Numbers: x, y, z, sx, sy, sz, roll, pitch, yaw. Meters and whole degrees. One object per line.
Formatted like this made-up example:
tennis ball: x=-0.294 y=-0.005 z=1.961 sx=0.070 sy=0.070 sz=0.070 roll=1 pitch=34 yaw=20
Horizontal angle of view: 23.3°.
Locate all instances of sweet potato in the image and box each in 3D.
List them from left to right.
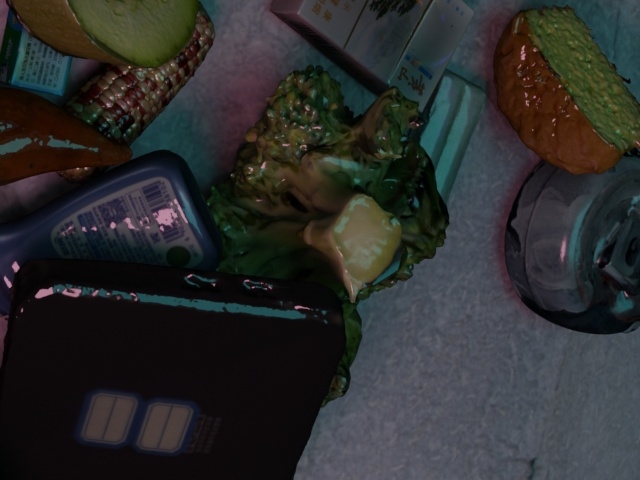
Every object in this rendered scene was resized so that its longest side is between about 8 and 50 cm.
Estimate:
sweet potato: x=-0.368 y=-0.105 z=1.563 sx=0.359 sy=0.112 sz=0.112 roll=3 pitch=100 yaw=-14

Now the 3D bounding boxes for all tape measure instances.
tape measure: x=0.382 y=-0.009 z=2.098 sx=0.256 sy=0.147 sz=0.275 roll=34 pitch=80 yaw=-35

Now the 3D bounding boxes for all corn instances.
corn: x=-0.202 y=-0.166 z=1.683 sx=0.253 sy=0.086 sz=0.086 roll=-48 pitch=124 yaw=-17

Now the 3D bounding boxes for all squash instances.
squash: x=-0.206 y=-0.286 z=1.566 sx=0.220 sy=0.133 sz=0.220 roll=-5 pitch=99 yaw=-36

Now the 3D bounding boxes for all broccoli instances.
broccoli: x=-0.004 y=-0.014 z=1.756 sx=0.277 sy=0.317 sz=0.338 roll=36 pitch=52 yaw=-10

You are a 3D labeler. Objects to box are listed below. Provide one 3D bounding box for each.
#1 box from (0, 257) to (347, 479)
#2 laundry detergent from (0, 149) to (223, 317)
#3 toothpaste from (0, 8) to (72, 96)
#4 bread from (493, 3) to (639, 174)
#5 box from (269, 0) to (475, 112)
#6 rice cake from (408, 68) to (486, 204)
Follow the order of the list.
box: x=-0.171 y=0.165 z=1.641 sx=0.350 sy=0.091 sz=0.359 roll=7 pitch=133 yaw=-14
laundry detergent: x=-0.256 y=0.016 z=1.631 sx=0.289 sy=0.094 sz=0.143 roll=-21 pitch=111 yaw=5
toothpaste: x=-0.278 y=-0.288 z=1.619 sx=0.065 sy=0.050 sz=0.267 roll=9 pitch=96 yaw=-37
bread: x=0.314 y=-0.181 z=1.994 sx=0.143 sy=0.139 sz=0.229 roll=-21 pitch=73 yaw=-36
box: x=0.065 y=-0.274 z=1.856 sx=0.233 sy=0.067 sz=0.149 roll=33 pitch=82 yaw=-37
rice cake: x=0.142 y=-0.103 z=1.969 sx=0.085 sy=0.040 sz=0.226 roll=20 pitch=90 yaw=-38
